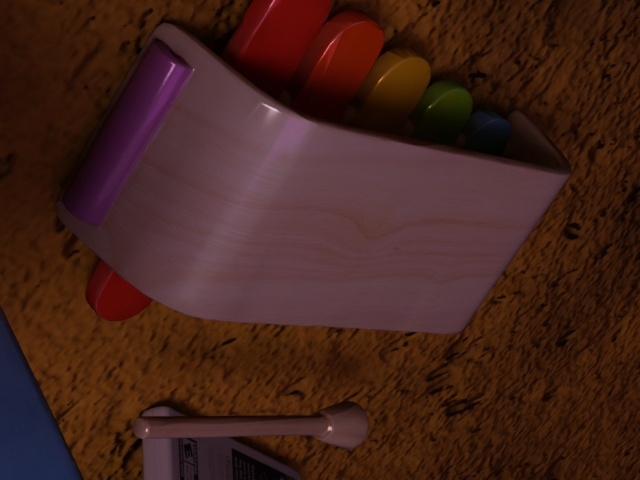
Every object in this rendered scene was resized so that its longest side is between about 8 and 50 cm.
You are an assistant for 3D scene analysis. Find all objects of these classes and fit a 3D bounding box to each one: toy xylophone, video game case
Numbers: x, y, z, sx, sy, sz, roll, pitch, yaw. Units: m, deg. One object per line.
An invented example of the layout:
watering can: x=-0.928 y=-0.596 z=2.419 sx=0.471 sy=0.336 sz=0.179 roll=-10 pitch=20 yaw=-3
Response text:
toy xylophone: x=0.000 y=0.000 z=0.870 sx=0.236 sy=0.081 sz=0.322 roll=-53 pitch=146 yaw=13
video game case: x=-0.052 y=0.210 z=0.973 sx=0.022 sy=0.190 sz=0.173 roll=-15 pitch=154 yaw=22

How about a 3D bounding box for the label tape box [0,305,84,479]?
label tape box: x=-0.238 y=0.003 z=0.454 sx=0.240 sy=0.334 sz=0.106 roll=-17 pitch=161 yaw=-34
